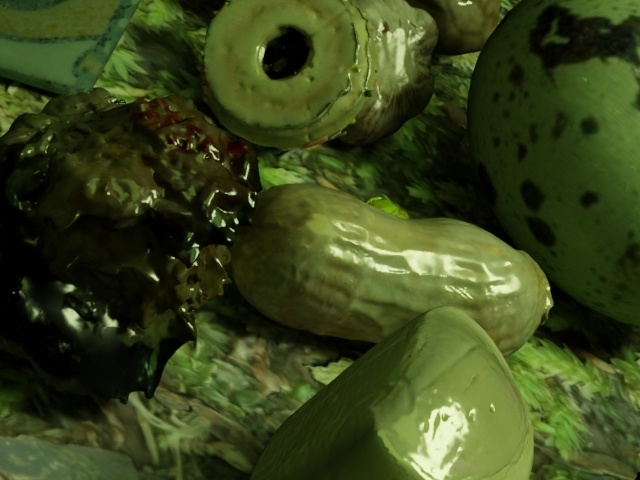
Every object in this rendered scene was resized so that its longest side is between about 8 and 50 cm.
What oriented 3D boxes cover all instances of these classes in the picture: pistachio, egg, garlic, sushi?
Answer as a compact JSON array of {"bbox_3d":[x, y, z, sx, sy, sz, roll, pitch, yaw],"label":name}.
[{"bbox_3d":[0.122,-0.275,2.139,0.185,0.108,0.126,39,8,22],"label":"pistachio"},{"bbox_3d":[0.297,-0.085,1.871,0.287,0.287,0.379,0,59,-43],"label":"egg"},{"bbox_3d":[0.043,-0.169,1.904,0.147,0.102,0.159,35,69,-31],"label":"garlic"},{"bbox_3d":[-0.157,-0.019,1.427,0.225,0.219,0.238,19,35,-30],"label":"sushi"}]

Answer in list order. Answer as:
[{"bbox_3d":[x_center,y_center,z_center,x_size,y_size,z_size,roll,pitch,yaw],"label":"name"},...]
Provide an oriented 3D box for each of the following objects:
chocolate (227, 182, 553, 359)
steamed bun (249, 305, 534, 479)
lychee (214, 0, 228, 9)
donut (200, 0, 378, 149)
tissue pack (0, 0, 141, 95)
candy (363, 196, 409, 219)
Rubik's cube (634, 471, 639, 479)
[{"bbox_3d":[0.062,0.036,1.643,0.309,0.134,0.134,13,37,-28],"label":"chocolate"},{"bbox_3d":[0.060,0.167,1.393,0.155,0.200,0.250,46,25,-7],"label":"steamed bun"},{"bbox_3d":[-0.037,-0.272,1.948,0.165,0.197,0.165,-6,8,1],"label":"lychee"},{"bbox_3d":[-0.028,-0.162,1.810,0.174,0.174,0.068,48,-5,21],"label":"donut"},{"bbox_3d":[-0.239,-0.287,1.622,0.228,0.311,0.128,15,36,-30],"label":"tissue pack"},{"bbox_3d":[0.000,0.000,1.717,0.194,0.058,0.062,-9,83,-36],"label":"candy"},{"bbox_3d":[0.444,0.239,1.602,0.250,0.246,0.248,17,36,-26],"label":"Rubik's cube"}]
